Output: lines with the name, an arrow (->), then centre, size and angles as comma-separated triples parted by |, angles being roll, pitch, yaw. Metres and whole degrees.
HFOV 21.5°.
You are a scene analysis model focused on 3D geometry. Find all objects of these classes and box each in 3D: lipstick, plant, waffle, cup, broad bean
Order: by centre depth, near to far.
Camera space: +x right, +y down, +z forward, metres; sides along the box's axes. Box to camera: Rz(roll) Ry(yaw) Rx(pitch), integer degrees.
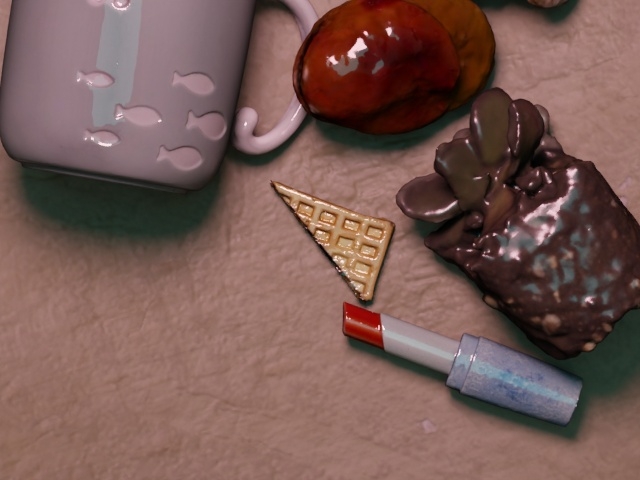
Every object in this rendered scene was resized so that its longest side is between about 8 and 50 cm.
plant -> 0.224, -0.019, 1.785 | 0.199, 0.188, 0.276 | -42, 87, 1
cup -> -0.163, -0.188, 1.806 | 0.357, 0.259, 0.274 | 11, 90, -27
broad bean -> 0.083, -0.192, 1.817 | 0.229, 0.122, 0.156 | -8, 97, -12
lipstick -> 0.148, 0.130, 1.848 | 0.274, 0.061, 0.068 | 20, 92, 3
waffle -> 0.000, 0.000, 1.880 | 0.153, 0.023, 0.097 | 21, 89, 2

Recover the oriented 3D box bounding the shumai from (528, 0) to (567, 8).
shumai -> 0.208, -0.338, 1.835 | 0.120, 0.201, 0.201 | -3, 88, 44
